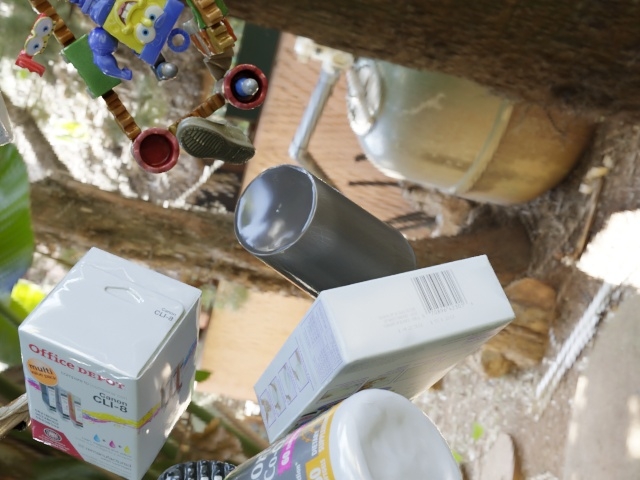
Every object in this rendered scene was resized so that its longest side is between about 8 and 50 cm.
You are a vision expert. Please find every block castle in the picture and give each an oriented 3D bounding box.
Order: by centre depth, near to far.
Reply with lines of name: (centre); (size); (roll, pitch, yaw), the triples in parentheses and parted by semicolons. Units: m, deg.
block castle: (-0.327, -0.381, 1.509); (0.303, 0.453, 0.213); (-37, 18, -13)

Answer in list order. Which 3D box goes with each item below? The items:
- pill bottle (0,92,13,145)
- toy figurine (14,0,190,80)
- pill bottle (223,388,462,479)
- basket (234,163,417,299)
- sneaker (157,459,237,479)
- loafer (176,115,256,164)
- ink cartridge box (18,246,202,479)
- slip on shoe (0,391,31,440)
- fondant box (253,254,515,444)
pill bottle: (-0.568, -0.136, 0.906); (0.224, 0.392, 0.224); (159, 90, -77)
toy figurine: (-0.290, -0.382, 1.270); (0.362, 0.217, 0.191); (-60, 24, 5)
pill bottle: (-0.009, 0.272, 0.800); (0.278, 0.162, 0.162); (-39, 30, 32)
basket: (0.000, 0.000, 1.117); (0.204, 0.227, 0.154); (28, 86, 37)
sneaker: (-0.098, 0.343, 1.044); (0.078, 0.234, 0.106); (-102, 28, -52)
loafer: (-0.155, -0.148, 1.182); (0.056, 0.148, 0.050); (-39, 61, 20)
ink cartridge box: (-0.205, 0.123, 0.816); (0.127, 0.128, 0.176); (-59, -15, -47)
slip on shoe: (-0.405, 0.236, 1.099); (0.051, 0.041, 0.135); (-44, -9, 29)
fondant box: (0.068, 0.153, 1.083); (0.096, 0.238, 0.330); (68, 152, 23)
